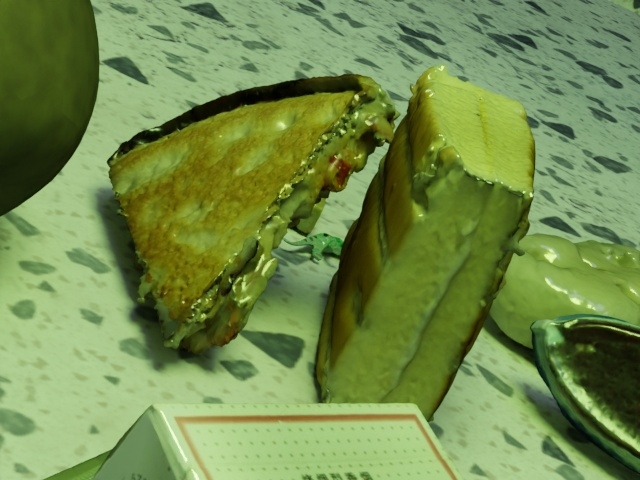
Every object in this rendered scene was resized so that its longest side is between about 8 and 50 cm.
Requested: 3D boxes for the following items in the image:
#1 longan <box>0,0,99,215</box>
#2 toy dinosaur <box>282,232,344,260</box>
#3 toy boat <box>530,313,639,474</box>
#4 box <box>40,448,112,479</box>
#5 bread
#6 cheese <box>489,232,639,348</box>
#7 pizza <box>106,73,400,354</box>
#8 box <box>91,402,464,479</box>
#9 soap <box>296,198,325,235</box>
[{"bbox_3d":[-0.292,-0.141,1.113,0.288,0.288,0.350,27,4,3],"label":"longan"},{"bbox_3d":[0.000,0.000,1.467,0.083,0.021,0.062,24,15,-15],"label":"toy dinosaur"},{"bbox_3d":[0.292,0.149,1.357,0.262,0.114,0.115,33,-8,18],"label":"toy boat"},{"bbox_3d":[-0.105,0.208,0.874,0.211,0.045,0.270,35,24,22],"label":"box"},{"bbox_3d":[0.085,0.005,1.266,0.111,0.239,0.246,21,24,-5],"label":"bread"},{"bbox_3d":[0.268,0.059,1.527,0.263,0.093,0.159,2,30,-48],"label":"cheese"},{"bbox_3d":[-0.045,-0.037,1.263,0.074,0.251,0.288,55,8,-38],"label":"pizza"},{"bbox_3d":[0.037,0.234,0.818,0.210,0.095,0.330,6,43,-45],"label":"box"},{"bbox_3d":[-0.033,-0.082,1.588,0.092,0.037,0.252,25,22,-5],"label":"soap"}]
